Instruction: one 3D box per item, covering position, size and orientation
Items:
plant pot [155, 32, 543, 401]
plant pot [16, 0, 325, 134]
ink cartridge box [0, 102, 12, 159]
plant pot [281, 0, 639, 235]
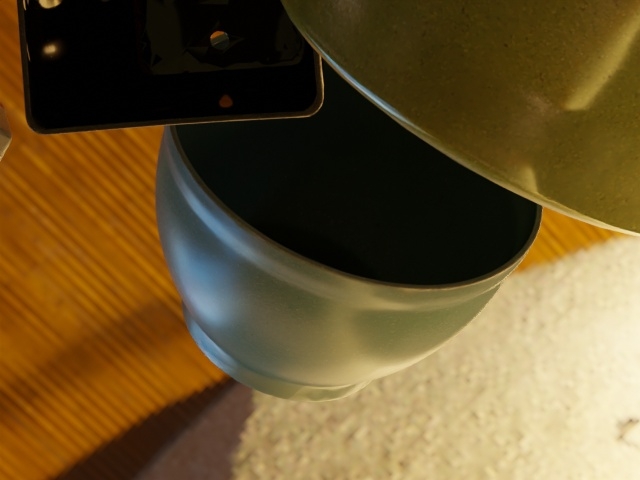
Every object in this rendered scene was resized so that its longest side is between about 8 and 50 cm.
[{"bbox_3d":[0.000,0.000,1.375,0.293,0.293,0.196,-74,-175,-51],"label":"plant pot"},{"bbox_3d":[-0.083,-0.172,1.162,0.188,0.187,0.167,-3,-174,10],"label":"plant pot"},{"bbox_3d":[-0.307,-0.063,1.274,0.128,0.127,0.176,-59,-163,3],"label":"ink cartridge box"},{"bbox_3d":[0.158,-0.205,0.750,0.353,0.367,0.366,-59,-165,24],"label":"plant pot"}]
